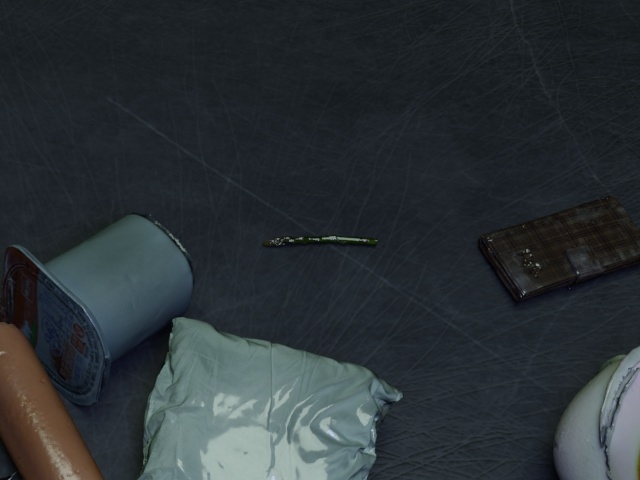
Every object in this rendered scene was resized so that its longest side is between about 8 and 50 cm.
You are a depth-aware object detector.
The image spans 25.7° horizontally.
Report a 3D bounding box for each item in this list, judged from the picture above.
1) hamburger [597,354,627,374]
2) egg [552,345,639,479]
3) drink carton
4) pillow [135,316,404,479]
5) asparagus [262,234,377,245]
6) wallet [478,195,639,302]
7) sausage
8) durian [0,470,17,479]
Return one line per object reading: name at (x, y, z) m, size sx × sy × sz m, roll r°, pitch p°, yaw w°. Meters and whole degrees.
hamburger at (0.426, 0.193, 1.849) m, size 0.121 × 0.084 × 0.054 m, roll 28°, pitch 52°, yaw 9°
egg at (0.414, 0.260, 1.745) m, size 0.286 × 0.174 × 0.264 m, roll 9°, pitch 78°, yaw -26°
drink carton at (-0.271, 0.078, 1.759) m, size 0.191 × 0.185 × 0.189 m, roll 39°, pitch 45°, yaw 20°
pillow at (-0.069, 0.255, 1.677) m, size 0.309 × 0.138 × 0.283 m, roll 15°, pitch 60°, yaw 3°
asparagus at (0.000, 0.000, 1.956) m, size 0.162 × 0.016 × 0.016 m, roll 0°, pitch 72°, yaw -12°
wallet at (0.350, 0.011, 1.998) m, size 0.230 × 0.042 × 0.124 m, roll -15°, pitch 54°, yaw -22°
sausage at (-0.342, 0.220, 1.678) m, size 0.086 × 0.086 × 0.289 m, roll -22°, pitch 64°, yaw -25°
durian at (-0.397, 0.340, 1.553) m, size 0.193 × 0.237 × 0.138 m, roll 37°, pitch 96°, yaw -7°
